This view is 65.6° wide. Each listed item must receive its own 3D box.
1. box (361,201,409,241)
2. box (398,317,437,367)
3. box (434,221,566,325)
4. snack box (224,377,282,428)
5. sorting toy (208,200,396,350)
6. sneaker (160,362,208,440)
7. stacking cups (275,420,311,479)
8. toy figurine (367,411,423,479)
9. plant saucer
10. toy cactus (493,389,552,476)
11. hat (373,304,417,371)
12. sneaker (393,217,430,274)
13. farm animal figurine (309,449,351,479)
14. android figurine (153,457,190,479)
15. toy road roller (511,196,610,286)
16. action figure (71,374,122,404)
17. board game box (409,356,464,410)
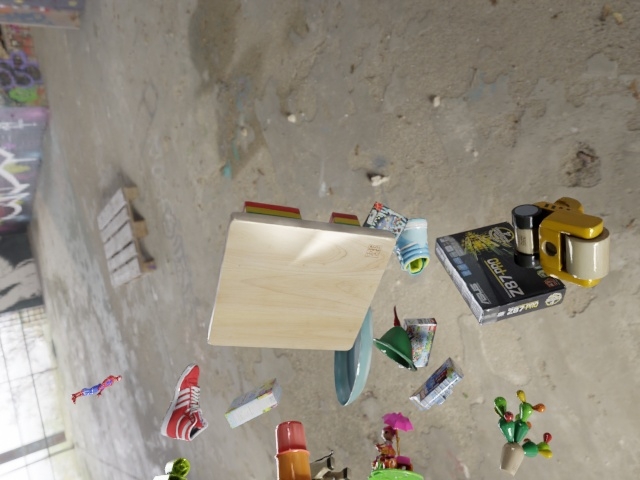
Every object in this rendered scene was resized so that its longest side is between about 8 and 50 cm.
[{"bbox_3d":[0.146,-0.015,1.230,0.093,0.027,0.137,29,98,13],"label":"box"},{"bbox_3d":[0.348,0.372,1.803,0.036,0.113,0.207,-102,13,-58],"label":"box"},{"bbox_3d":[0.649,0.108,1.843,0.395,0.317,0.097,-110,9,-48],"label":"box"},{"bbox_3d":[-0.263,0.647,1.985,0.070,0.207,0.174,61,-179,0],"label":"snack box"},{"bbox_3d":[-0.043,0.060,0.829,0.089,0.256,0.256,-107,28,-52],"label":"sorting toy"},{"bbox_3d":[-0.207,0.263,0.805,0.066,0.042,0.119,8,68,25],"label":"sneaker"},{"bbox_3d":[-0.040,0.524,0.986,0.096,0.095,0.317,121,152,-44],"label":"stacking cups"},{"bbox_3d":[0.186,0.528,1.276,0.173,0.130,0.159,129,156,-50],"label":"toy figurine"},{"bbox_3d":[0.087,0.276,1.319,0.317,0.043,0.318,-173,90,-83],"label":"plant saucer"},{"bbox_3d":[0.480,0.472,1.180,0.112,0.181,0.219,-5,132,48],"label":"toy cactus"},{"bbox_3d":[0.288,0.314,1.700,0.208,0.184,0.173,30,161,26],"label":"hat"},{"bbox_3d":[0.320,0.045,1.980,0.319,0.126,0.209,146,119,-67],"label":"sneaker"},{"bbox_3d":[-0.029,0.686,1.244,0.172,0.327,0.330,-33,103,25],"label":"farm animal figurine"},{"bbox_3d":[-0.366,0.634,1.142,0.273,0.056,0.249,-44,31,52],"label":"android figurine"},{"bbox_3d":[0.785,-0.023,1.577,0.329,0.240,0.203,28,139,54],"label":"toy road roller"},{"bbox_3d":[-0.525,0.349,1.173,0.030,0.115,0.038,46,136,20],"label":"action figure"},{"bbox_3d":[0.373,0.481,1.600,0.060,0.194,0.194,45,98,8],"label":"board game box"}]
